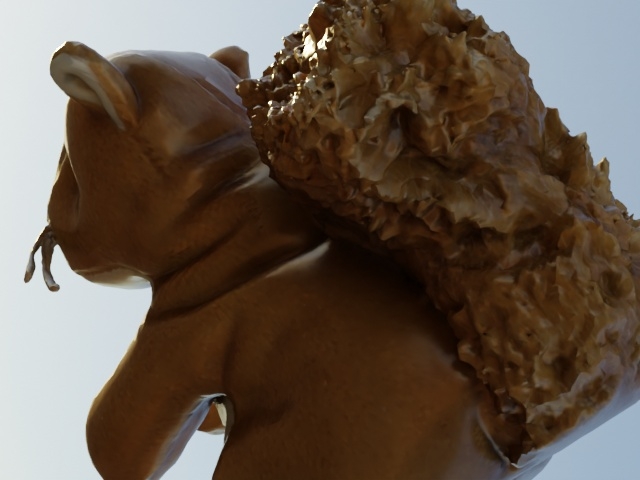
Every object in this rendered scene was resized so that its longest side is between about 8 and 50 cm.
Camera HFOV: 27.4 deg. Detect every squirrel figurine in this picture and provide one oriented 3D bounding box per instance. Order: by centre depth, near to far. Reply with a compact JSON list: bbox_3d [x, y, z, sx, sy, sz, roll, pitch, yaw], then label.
[{"bbox_3d":[0.000,0.000,0.811,0.397,0.281,0.370,-44,-110,34],"label":"squirrel figurine"}]
